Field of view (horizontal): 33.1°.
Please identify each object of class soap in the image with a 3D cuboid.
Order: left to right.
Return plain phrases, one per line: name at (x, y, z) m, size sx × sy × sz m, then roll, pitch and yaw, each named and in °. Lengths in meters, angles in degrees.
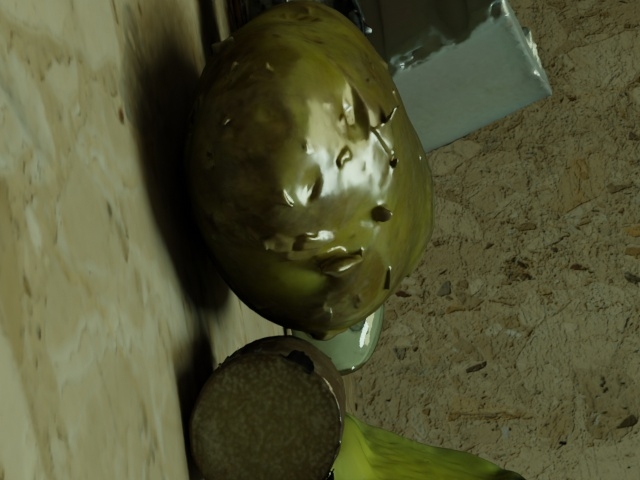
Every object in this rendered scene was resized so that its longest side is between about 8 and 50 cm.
soap at (0.060, -0.226, 0.992) m, size 0.159 × 0.258 × 0.302 m, roll 32°, pitch 42°, yaw -48°

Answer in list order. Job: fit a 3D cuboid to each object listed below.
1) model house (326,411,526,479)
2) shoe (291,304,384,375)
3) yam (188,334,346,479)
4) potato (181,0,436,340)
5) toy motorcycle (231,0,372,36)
model house at (0.034, 0.256, 0.726) m, size 0.193 × 0.175 × 0.234 m, roll -71°, pitch -176°, yaw -86°
shoe at (0.000, 0.000, 1.089) m, size 0.098 × 0.103 × 0.274 m, roll 64°, pitch 14°, yaw -78°
yam at (-0.025, 0.090, 0.567) m, size 0.127 × 0.084 × 0.084 m, roll -168°, pitch -109°, yaw -89°
potato at (-0.007, -0.039, 0.628) m, size 0.296 × 0.141 × 0.191 m, roll 4°, pitch 76°, yaw -84°
toy motorcycle at (-0.032, -0.212, 0.795) m, size 0.157 × 0.091 × 0.263 m, roll -167°, pitch -111°, yaw -68°
